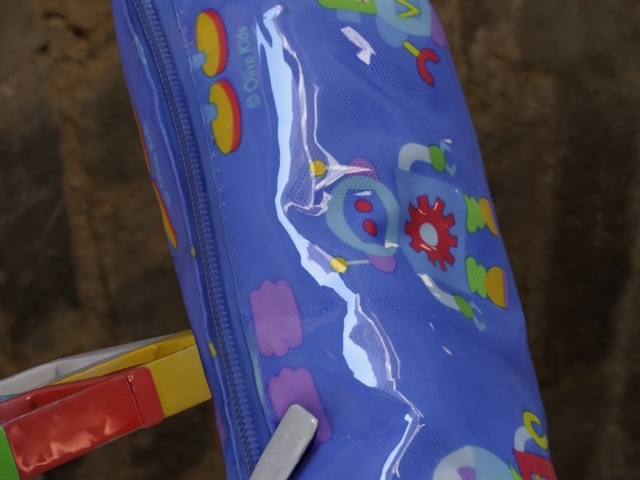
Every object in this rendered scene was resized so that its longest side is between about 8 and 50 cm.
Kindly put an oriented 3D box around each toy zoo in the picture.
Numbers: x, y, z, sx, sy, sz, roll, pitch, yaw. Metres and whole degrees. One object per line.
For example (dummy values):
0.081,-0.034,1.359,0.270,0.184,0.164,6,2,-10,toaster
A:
-0.153,0.092,0.860,0.293,0.192,0.030,-20,-85,-45,toy zoo

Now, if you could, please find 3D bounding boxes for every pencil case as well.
0.000,0.000,0.575,0.119,0.306,0.133,-29,-28,34,pencil case
